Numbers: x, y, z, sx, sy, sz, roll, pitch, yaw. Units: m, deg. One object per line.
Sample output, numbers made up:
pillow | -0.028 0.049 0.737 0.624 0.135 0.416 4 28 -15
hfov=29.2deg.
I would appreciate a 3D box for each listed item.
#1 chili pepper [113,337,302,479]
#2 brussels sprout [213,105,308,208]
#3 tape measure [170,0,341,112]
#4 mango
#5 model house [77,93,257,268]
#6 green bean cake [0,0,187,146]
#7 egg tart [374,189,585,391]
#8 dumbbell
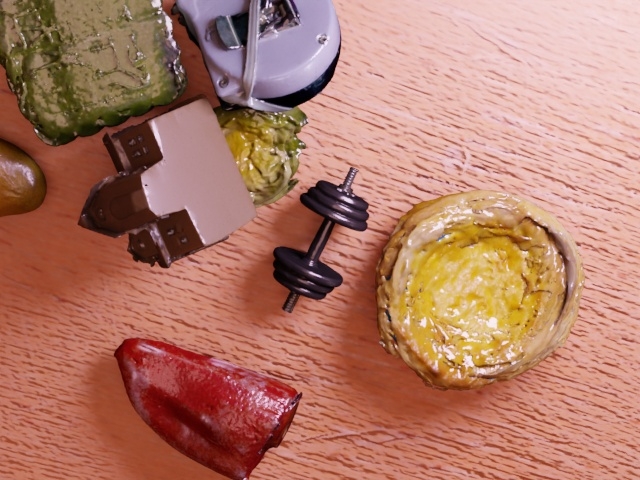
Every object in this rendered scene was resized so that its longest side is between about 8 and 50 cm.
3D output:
chili pepper | -0.165 0.217 1.638 0.253 0.136 0.144 26 144 0
brussels sprout | -0.104 -0.108 1.565 0.181 0.100 0.139 -22 107 26
tape measure | -0.066 -0.249 1.502 0.181 0.107 0.182 -27 64 -3
mango | -0.459 -0.075 1.539 0.228 0.099 0.136 -3 98 -13
model house | -0.236 -0.044 1.514 0.248 0.176 0.180 -21 95 42
green bean cake | -0.280 -0.234 1.511 0.214 0.113 0.200 -18 105 -1
egg tart | 0.202 0.067 1.633 0.291 0.107 0.290 -1 98 -6
dumbbell | 0.000 0.000 1.597 0.099 0.099 0.208 24 100 -10
